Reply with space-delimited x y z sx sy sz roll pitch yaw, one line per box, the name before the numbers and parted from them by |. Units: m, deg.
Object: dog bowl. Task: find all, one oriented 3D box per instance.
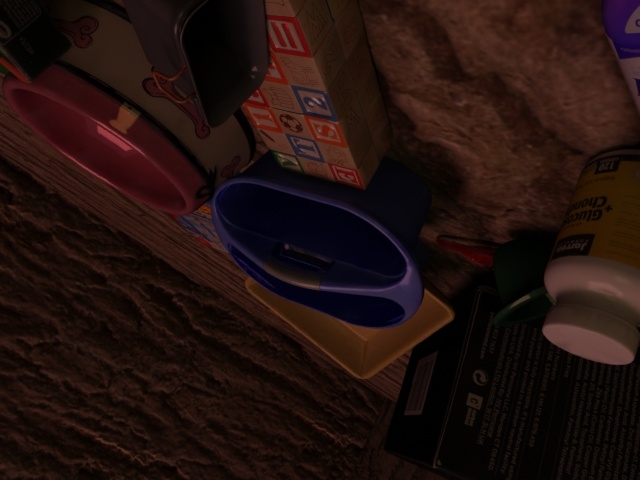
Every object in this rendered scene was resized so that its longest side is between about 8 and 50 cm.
dog bowl | -0.324 -0.194 0.842 0.408 0.150 0.408 25 161 9

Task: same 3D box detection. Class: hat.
hat | 0.275 0.005 0.696 0.209 0.183 0.173 -26 153 14

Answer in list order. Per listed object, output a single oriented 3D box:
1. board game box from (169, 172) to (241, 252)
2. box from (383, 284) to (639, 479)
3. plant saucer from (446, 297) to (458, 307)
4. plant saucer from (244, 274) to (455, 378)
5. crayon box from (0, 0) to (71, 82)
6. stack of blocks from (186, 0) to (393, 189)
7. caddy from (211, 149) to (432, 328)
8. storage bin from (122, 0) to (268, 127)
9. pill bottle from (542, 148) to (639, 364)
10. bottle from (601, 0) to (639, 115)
board game box | -0.227 -0.060 1.164 0.308 0.086 0.302 18 160 30
box | 0.410 0.345 0.926 0.472 0.297 0.480 19 161 5
plant saucer | 0.222 0.155 1.150 0.188 0.045 0.188 25 162 12
plant saucer | 0.048 0.091 0.981 0.333 0.081 0.332 39 136 0
crayon box | -0.492 -0.331 0.623 0.319 0.081 0.202 24 157 25
stack of blocks | -0.040 -0.187 0.537 0.171 0.087 0.297 19 160 28
caddy | 0.000 0.000 0.733 0.342 0.179 0.241 17 138 25
storage bin | -0.110 -0.169 0.411 0.091 0.098 0.135 36 164 11
pill bottle | 0.273 0.015 0.466 0.103 0.184 0.103 25 161 9
bottle | 0.224 -0.136 0.275 0.283 0.092 0.118 41 161 -34
